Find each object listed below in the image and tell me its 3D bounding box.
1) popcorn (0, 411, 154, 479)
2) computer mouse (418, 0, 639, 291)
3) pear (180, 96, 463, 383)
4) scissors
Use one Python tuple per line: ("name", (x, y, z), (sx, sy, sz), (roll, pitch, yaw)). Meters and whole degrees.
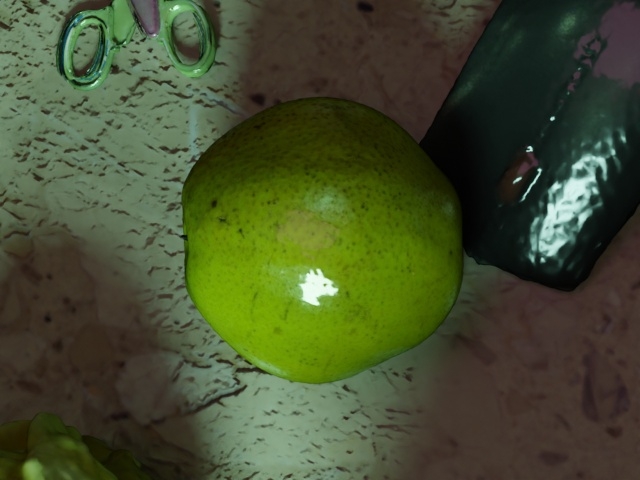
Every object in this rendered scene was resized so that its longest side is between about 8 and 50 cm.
("popcorn", (-0.172, 0.241, 1.137), (0.225, 0.249, 0.249), (19, 87, 29))
("computer mouse", (0.184, -0.110, 1.181), (0.168, 0.087, 0.295), (34, 95, 15))
("pear", (0.000, -0.001, 1.166), (0.198, 0.198, 0.198), (-2, 82, 13))
("scissors", (-0.144, -0.212, 1.308), (0.133, 0.020, 0.187), (-4, 83, 17))
